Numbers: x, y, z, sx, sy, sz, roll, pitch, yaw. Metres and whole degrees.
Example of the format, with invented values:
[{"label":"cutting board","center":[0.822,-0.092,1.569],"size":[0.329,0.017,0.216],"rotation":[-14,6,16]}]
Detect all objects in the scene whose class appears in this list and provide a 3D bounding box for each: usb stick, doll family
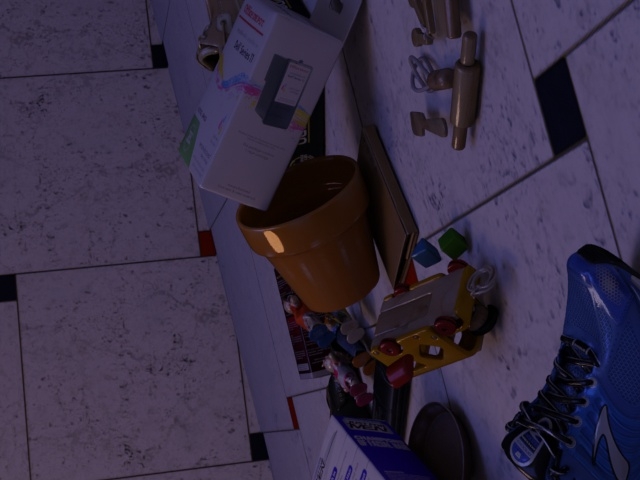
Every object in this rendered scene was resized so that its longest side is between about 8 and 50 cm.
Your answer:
[{"label":"usb stick","center":[0.114,0.294,2.044],"size":[0.278,0.045,0.077],"rotation":[91,155,-46]},{"label":"doll family","center":[0.035,0.161,2.150],"size":[0.163,0.118,0.263],"rotation":[45,169,53]}]

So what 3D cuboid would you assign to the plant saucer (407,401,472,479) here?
[{"label":"plant saucer","center":[0.175,0.317,1.745],"size":[0.168,0.029,0.168],"rotation":[-176,90,-68]}]

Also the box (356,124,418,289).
[{"label":"box","center":[0.095,-0.049,1.845],"size":[0.164,0.021,0.201],"rotation":[97,156,-58]}]

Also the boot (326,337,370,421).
[{"label":"boot","center":[0.049,0.277,2.262],"size":[0.198,0.077,0.137],"rotation":[-127,32,-59]}]

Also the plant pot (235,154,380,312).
[{"label":"plant pot","center":[0.000,0.000,1.874],"size":[0.188,0.205,0.205],"rotation":[64,174,-25]}]

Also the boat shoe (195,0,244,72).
[{"label":"boat shoe","center":[-0.170,-0.342,2.129],"size":[0.109,0.098,0.302],"rotation":[107,149,-60]}]

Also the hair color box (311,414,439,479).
[{"label":"hair color box","center":[0.094,0.408,1.736],"size":[0.339,0.110,0.185],"rotation":[41,118,60]}]

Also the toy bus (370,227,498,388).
[{"label":"toy bus","center":[0.159,0.102,1.519],"size":[0.104,0.191,0.202],"rotation":[36,-173,-25]}]

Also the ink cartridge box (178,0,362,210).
[{"label":"ink cartridge box","center":[-0.082,-0.247,1.835],"size":[0.353,0.119,0.207],"rotation":[-64,23,12]}]

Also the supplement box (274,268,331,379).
[{"label":"supplement box","center":[-0.024,0.157,2.451],"size":[0.130,0.073,0.239],"rotation":[151,105,-76]}]

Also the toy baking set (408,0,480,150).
[{"label":"toy baking set","center":[0.146,-0.208,1.467],"size":[0.197,0.030,0.256],"rotation":[-113,16,-49]}]

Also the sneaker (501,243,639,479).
[{"label":"sneaker","center":[0.246,0.163,1.107],"size":[0.130,0.147,0.330],"rotation":[-131,32,-65]}]

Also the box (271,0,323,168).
[{"label":"box","center":[-0.082,-0.278,2.236],"size":[0.318,0.097,0.395],"rotation":[-118,21,-46]}]

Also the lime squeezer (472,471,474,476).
[{"label":"lime squeezer","center":[0.178,0.413,1.852],"size":[0.310,0.059,0.110],"rotation":[91,162,-44]}]
